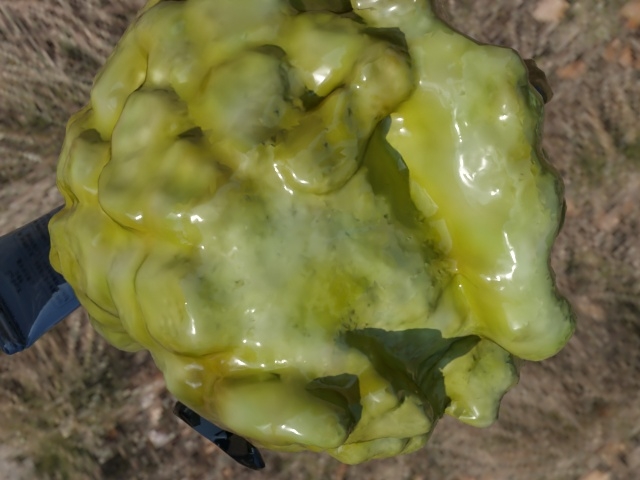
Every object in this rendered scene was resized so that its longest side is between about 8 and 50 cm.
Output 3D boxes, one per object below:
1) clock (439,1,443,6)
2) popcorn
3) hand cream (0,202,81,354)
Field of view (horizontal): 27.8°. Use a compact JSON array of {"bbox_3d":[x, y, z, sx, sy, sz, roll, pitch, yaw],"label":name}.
[{"bbox_3d":[0.036,-0.086,1.144,0.273,0.049,0.279,-61,174,-75],"label":"clock"},{"bbox_3d":[0.005,-0.008,0.644,0.237,0.293,0.293,-51,151,-11],"label":"popcorn"},{"bbox_3d":[-0.124,-0.023,0.878,0.256,0.088,0.055,-32,161,-9],"label":"hand cream"}]
